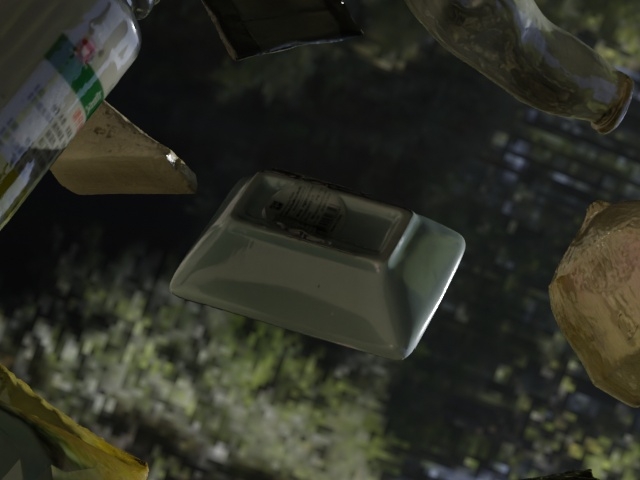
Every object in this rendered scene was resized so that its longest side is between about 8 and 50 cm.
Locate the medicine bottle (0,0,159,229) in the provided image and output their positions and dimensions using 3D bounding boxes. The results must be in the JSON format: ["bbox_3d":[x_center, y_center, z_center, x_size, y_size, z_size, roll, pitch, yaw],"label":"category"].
[{"bbox_3d":[-0.259,-0.176,1.537,0.340,0.208,0.208,-53,-171,-15],"label":"medicine bottle"}]

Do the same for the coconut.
[{"bbox_3d":[0.297,0.047,1.708,0.194,0.194,0.194,-159,-90,-77],"label":"coconut"}]

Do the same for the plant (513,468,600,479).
[{"bbox_3d":[0.154,0.278,1.521,0.149,0.274,0.146,4,-83,42],"label":"plant"}]

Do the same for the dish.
[{"bbox_3d":[0.000,0.000,1.768,0.182,0.243,0.080,-59,157,-44],"label":"dish"}]

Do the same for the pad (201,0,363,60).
[{"bbox_3d":[-0.076,-0.290,1.976,0.233,0.174,0.022,59,-39,21],"label":"pad"}]

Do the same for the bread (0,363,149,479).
[{"bbox_3d":[-0.314,0.252,1.316,0.395,0.239,0.264,-54,-179,-19],"label":"bread"}]

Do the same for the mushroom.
[{"bbox_3d":[0.199,-0.219,1.990,0.109,0.351,0.097,-37,-144,24],"label":"mushroom"}]

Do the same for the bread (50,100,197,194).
[{"bbox_3d":[-0.186,-0.103,1.832,0.077,0.152,0.105,50,46,-55],"label":"bread"}]
